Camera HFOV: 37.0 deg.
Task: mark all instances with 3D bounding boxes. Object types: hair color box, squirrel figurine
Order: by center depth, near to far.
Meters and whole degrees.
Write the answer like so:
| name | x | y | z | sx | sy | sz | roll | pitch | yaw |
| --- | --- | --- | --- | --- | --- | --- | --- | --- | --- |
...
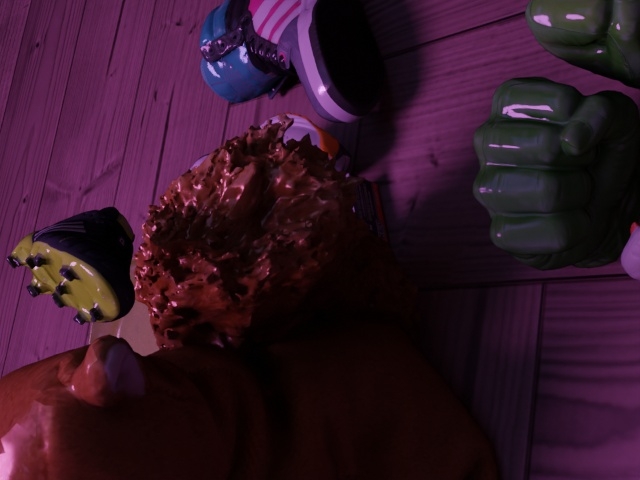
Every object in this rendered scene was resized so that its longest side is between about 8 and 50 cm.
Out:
| name | x | y | z | sx | sy | sz | roll | pitch | yaw |
| --- | --- | --- | --- | --- | --- | --- | --- | --- | --- |
| squirrel figurine | -0.076 | 0.114 | 0.736 | 0.281 | 0.370 | 0.396 | -16 | 63 | 45 |
| hair color box | 0.000 | 0.000 | 0.957 | 0.141 | 0.043 | 0.072 | -34 | 51 | 38 |

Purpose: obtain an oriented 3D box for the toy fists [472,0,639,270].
| name | x | y | z | sx | sy | sz | roll | pitch | yaw |
| --- | --- | --- | --- | --- | --- | --- | --- | --- | --- |
| toy fists | 0.198 | -0.113 | 0.693 | 0.096 | 0.142 | 0.279 | 21 | 92 | 51 |

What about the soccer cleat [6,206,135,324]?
| name | x | y | z | sx | sy | sz | roll | pitch | yaw |
| --- | --- | --- | --- | --- | --- | --- | --- | --- | --- |
| soccer cleat | -0.144 | 0.008 | 0.594 | 0.072 | 0.060 | 0.179 | -36 | 20 | -21 |

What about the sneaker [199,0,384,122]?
| name | x | y | z | sx | sy | sz | roll | pitch | yaw |
| --- | --- | --- | --- | --- | --- | --- | --- | --- | --- |
| sneaker | -0.045 | -0.196 | 1.024 | 0.178 | 0.124 | 0.295 | -38 | 41 | 27 |

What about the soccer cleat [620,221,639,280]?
| name | x | y | z | sx | sy | sz | roll | pitch | yaw |
| --- | --- | --- | --- | --- | --- | --- | --- | --- | --- |
| soccer cleat | 0.284 | -0.016 | 0.614 | 0.196 | 0.068 | 0.076 | -35 | 53 | 32 |

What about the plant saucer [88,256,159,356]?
| name | x | y | z | sx | sy | sz | roll | pitch | yaw |
| --- | --- | --- | --- | --- | --- | --- | --- | --- | --- |
| plant saucer | -0.191 | 0.137 | 1.081 | 0.241 | 0.037 | 0.240 | -4 | 85 | 48 |

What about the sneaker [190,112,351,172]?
| name | x | y | z | sx | sy | sz | roll | pitch | yaw |
| --- | --- | --- | --- | --- | --- | --- | --- | --- | --- |
| sneaker | -0.071 | -0.041 | 0.994 | 0.262 | 0.099 | 0.121 | -21 | 38 | 53 |
